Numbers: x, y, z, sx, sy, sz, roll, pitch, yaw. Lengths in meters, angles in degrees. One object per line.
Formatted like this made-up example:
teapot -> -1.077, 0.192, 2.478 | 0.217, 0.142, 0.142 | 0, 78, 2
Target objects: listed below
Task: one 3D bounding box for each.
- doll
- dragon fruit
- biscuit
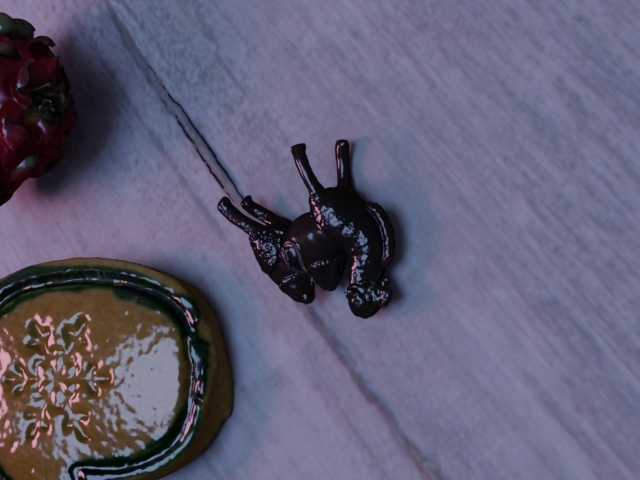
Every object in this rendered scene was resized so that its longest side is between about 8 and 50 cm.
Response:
doll -> 0.000, 0.000, 1.128 | 0.139, 0.057, 0.165 | -35, 71, 27
dragon fruit -> -0.349, -0.125, 1.334 | 0.198, 0.273, 0.218 | 10, 87, -6
biscuit -> -0.246, 0.161, 1.261 | 0.344, 0.057, 0.287 | -4, 82, 26
